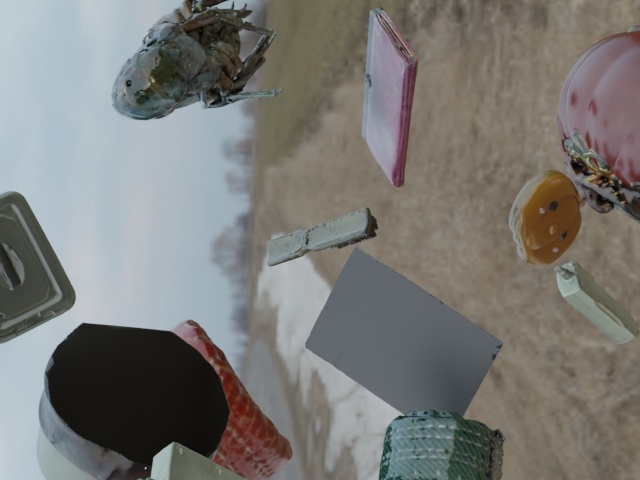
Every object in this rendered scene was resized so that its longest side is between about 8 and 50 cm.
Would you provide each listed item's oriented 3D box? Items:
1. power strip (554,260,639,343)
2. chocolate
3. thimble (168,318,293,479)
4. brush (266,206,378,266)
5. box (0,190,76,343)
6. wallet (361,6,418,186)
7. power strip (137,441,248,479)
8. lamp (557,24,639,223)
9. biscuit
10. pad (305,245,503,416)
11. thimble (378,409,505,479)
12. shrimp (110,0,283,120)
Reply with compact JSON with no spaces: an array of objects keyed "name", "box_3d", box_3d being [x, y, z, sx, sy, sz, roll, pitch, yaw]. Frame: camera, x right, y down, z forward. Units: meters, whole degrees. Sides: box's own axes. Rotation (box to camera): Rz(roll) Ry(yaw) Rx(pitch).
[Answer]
[{"name":"power strip","box_3d":[0.343,0.078,1.460,0.191,0.030,0.047,37,-144,-37]},{"name":"chocolate","box_3d":[-0.289,0.274,1.674,0.186,0.284,0.283,-57,21,34]},{"name":"thimble","box_3d":[-0.232,0.326,2.153,0.350,0.231,0.350,54,174,8]},{"name":"brush","box_3d":[0.000,0.000,1.697,0.248,0.036,0.043,-19,59,51]},{"name":"box","box_3d":[-0.287,0.026,1.061,0.122,0.089,0.062,63,161,-1]},{"name":"wallet","box_3d":[0.092,-0.188,1.577,0.232,0.025,0.119,92,155,-50]},{"name":"power strip","box_3d":[-0.053,0.337,1.299,0.043,0.367,0.106,-40,30,30]},{"name":"lamp","box_3d":[0.348,-0.111,1.190,0.227,0.227,0.226,-177,90,-86]},{"name":"biscuit","box_3d":[0.395,-0.040,1.978,0.050,0.170,0.170,32,125,47]},{"name":"pad","box_3d":[0.105,0.137,1.545,0.004,0.243,0.163,-7,-53,-63]},{"name":"thimble","box_3d":[0.133,0.250,1.325,0.135,0.118,0.090,-19,50,45]},{"name":"shrimp","box_3d":[-0.131,-0.226,1.462,0.137,0.172,0.372,-36,7,41]}]
